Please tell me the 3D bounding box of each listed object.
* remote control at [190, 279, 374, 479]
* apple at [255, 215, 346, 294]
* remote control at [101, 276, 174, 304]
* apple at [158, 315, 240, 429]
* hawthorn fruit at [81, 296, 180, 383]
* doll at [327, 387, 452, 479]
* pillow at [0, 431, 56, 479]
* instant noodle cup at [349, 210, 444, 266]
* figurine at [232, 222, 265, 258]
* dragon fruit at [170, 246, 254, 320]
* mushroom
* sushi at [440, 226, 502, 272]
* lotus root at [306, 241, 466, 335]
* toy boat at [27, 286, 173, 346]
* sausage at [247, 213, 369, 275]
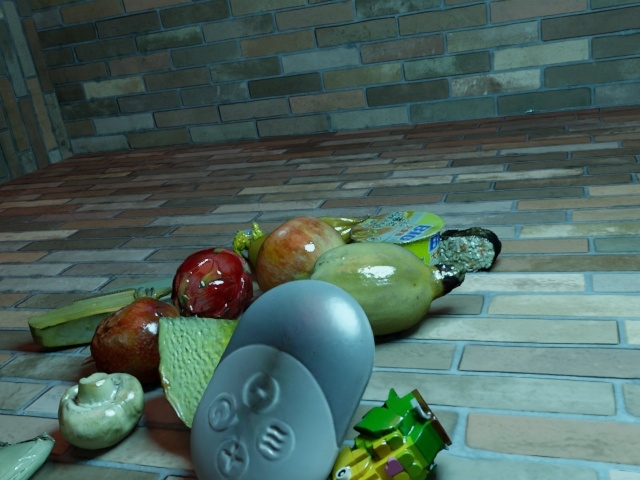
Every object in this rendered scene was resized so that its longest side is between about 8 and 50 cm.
[{"bbox_3d":[-0.054,0.209,0.895,0.221,0.103,0.332,18,75,29],"label":"remote control"},{"bbox_3d":[-0.040,0.051,1.392,0.209,0.209,0.164,-23,42,-33],"label":"apple"},{"bbox_3d":[-0.385,0.132,1.582,0.285,0.038,0.123,-11,21,-11],"label":"remote control"},{"bbox_3d":[-0.095,0.203,1.038,0.346,0.179,0.254,0,20,18],"label":"apple"},{"bbox_3d":[-0.341,0.186,1.233,0.179,0.173,0.173,0,22,23],"label":"hawthorn fruit"},{"bbox_3d":[0.084,0.278,0.862,0.186,0.106,0.134,-41,17,-26],"label":"doll"},{"bbox_3d":[-0.495,0.363,0.968,0.119,0.053,0.208,-6,20,20],"label":"pillow"},{"bbox_3d":[0.172,0.036,1.415,0.205,0.153,0.205,-9,22,4],"label":"instant noodle cup"},{"bbox_3d":[-0.188,-0.001,1.737,0.095,0.114,0.156,-6,16,-22],"label":"figurine"},{"bbox_3d":[-0.228,0.100,1.400,0.172,0.172,0.209,1,15,28],"label":"dragon fruit"},{"bbox_3d":[-0.356,0.273,1.068,0.148,0.112,0.148,-5,12,1],"label":"mushroom"},{"bbox_3d":[0.328,0.020,1.477,0.150,0.090,0.078,2,19,33],"label":"sushi"},{"bbox_3d":[0.123,0.090,1.248,0.310,0.182,0.183,-5,20,4],"label":"lotus root"},{"bbox_3d":[-0.478,0.163,1.448,0.310,0.089,0.115,-12,30,-6],"label":"toy boat"},{"bbox_3d":[-0.027,0.008,1.538,0.328,0.112,0.112,-18,14,29],"label":"sausage"}]
